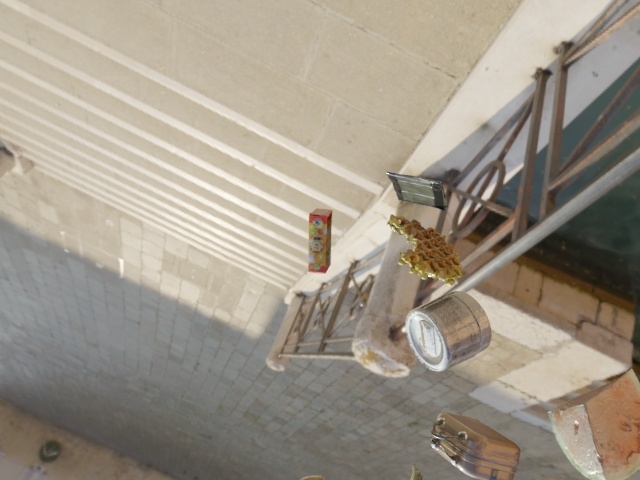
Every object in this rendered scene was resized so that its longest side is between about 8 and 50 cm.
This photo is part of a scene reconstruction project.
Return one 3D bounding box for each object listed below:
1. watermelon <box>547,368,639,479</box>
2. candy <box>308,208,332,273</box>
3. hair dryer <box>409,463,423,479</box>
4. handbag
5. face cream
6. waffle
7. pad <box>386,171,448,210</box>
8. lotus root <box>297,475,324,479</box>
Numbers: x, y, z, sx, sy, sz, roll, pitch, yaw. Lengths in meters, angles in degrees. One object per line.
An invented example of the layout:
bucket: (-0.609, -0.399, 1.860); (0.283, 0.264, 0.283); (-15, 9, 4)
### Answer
watermelon: (0.722, 0.460, 1.270); (0.256, 0.260, 0.176); (-140, 37, -62)
candy: (0.000, 0.000, 1.003); (0.038, 0.062, 0.122); (4, 106, 11)
hair dryer: (0.088, 0.456, 0.810); (0.229, 0.092, 0.267); (-14, 175, -5)
handbag: (0.510, 0.717, 1.758); (0.283, 0.149, 0.302); (20, 177, -18)
face cream: (0.333, 0.239, 1.316); (0.177, 0.153, 0.177); (42, 141, 46)
waffle: (0.350, 0.036, 1.659); (0.260, 0.293, 0.069); (20, 124, -15)
pad: (0.305, -0.154, 1.554); (0.174, 0.022, 0.233); (15, 169, 23)
lotus root: (-0.027, 0.713, 1.364); (0.081, 0.122, 0.112); (-4, 146, -21)
